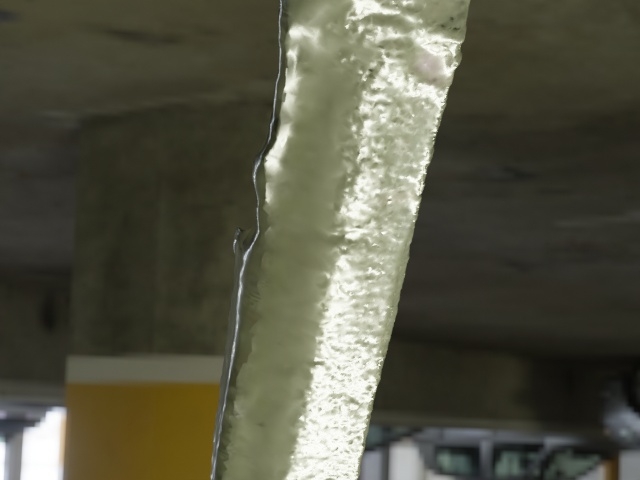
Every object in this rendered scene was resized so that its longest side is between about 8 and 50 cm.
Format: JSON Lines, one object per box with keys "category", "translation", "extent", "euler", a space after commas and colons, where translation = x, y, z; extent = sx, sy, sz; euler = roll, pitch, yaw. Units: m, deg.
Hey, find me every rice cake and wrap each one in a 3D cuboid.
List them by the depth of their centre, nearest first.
{"category": "rice cake", "translation": [0.000, 0.000, 0.538], "extent": [0.057, 0.052, 0.256], "euler": [-9, 138, -19]}
